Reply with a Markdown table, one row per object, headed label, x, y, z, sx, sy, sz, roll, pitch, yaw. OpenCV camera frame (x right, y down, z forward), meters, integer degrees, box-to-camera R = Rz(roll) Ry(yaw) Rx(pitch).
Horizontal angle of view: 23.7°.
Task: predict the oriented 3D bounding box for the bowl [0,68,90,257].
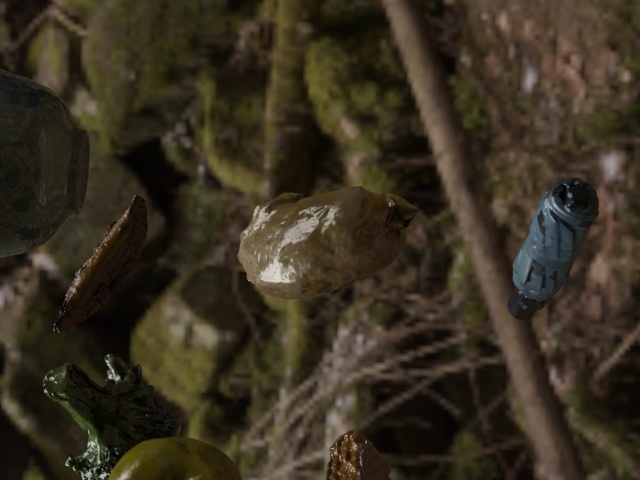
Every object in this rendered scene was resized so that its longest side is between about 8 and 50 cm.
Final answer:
| label | x | y | z | sx | sy | sz | roll | pitch | yaw |
| --- | --- | --- | --- | --- | --- | --- | --- | --- | --- |
| bowl | -0.425 | -0.109 | 2.281 | 0.289 | 0.146 | 0.289 | -176 | 90 | -89 |

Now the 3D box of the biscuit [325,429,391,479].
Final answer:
| label | x | y | z | sx | sy | sz | roll | pitch | yaw |
| --- | --- | --- | --- | --- | --- | --- | --- | --- | --- |
| biscuit | 0.036 | 0.409 | 1.868 | 0.379 | 0.054 | 0.094 | -83 | -30 | -42 |

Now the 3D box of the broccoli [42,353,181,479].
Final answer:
| label | x | y | z | sx | sy | sz | roll | pitch | yaw |
| --- | --- | --- | --- | --- | --- | --- | --- | --- | --- |
| broccoli | -0.322 | 0.249 | 2.363 | 0.198 | 0.177 | 0.275 | -62 | -36 | -42 |

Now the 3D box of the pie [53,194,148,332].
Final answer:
| label | x | y | z | sx | sy | sz | roll | pitch | yaw |
| --- | --- | --- | --- | --- | --- | --- | --- | --- | --- |
| pie | -0.253 | 0.029 | 1.817 | 0.191 | 0.033 | 0.088 | -57 | -26 | 6 |

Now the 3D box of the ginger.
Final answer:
| label | x | y | z | sx | sy | sz | roll | pitch | yaw |
| --- | --- | --- | --- | --- | --- | --- | --- | --- | --- |
| ginger | 0.000 | 0.000 | 1.960 | 0.138 | 0.267 | 0.152 | 33 | -121 | -57 |

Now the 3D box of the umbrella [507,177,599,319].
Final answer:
| label | x | y | z | sx | sy | sz | roll | pitch | yaw |
| --- | --- | --- | --- | --- | --- | --- | --- | --- | --- |
| umbrella | 0.221 | 0.016 | 1.496 | 0.250 | 0.053 | 0.052 | 103 | 155 | -62 |

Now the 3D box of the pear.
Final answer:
| label | x | y | z | sx | sy | sz | roll | pitch | yaw |
| --- | --- | --- | --- | --- | --- | --- | --- | --- | --- |
| pear | -0.187 | 0.352 | 1.977 | 0.200 | 0.200 | 0.200 | 2 | -90 | -90 |
